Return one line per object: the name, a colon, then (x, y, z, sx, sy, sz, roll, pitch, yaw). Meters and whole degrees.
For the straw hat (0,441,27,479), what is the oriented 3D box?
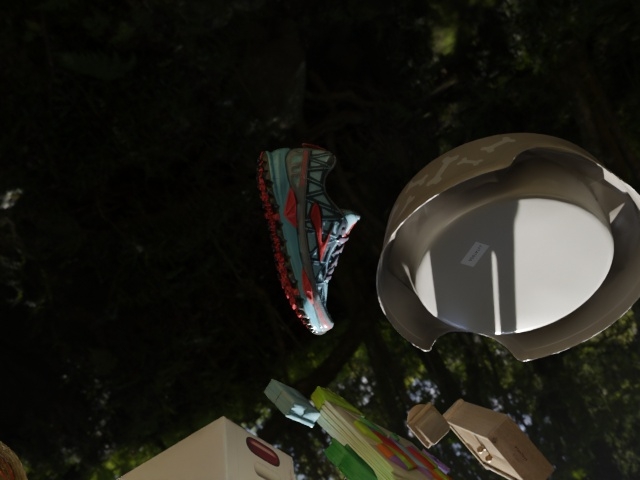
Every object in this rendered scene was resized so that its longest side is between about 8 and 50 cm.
straw hat: (-0.346, 0.234, 0.667, 0.144, 0.144, 0.061, -35, -173, 7)

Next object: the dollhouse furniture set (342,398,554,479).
dollhouse furniture set: (0.162, 0.418, 0.988, 0.355, 0.303, 0.174, -42, -178, -11)

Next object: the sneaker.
sneaker: (0.000, 0.000, 0.901, 0.125, 0.262, 0.104, -15, -164, -11)

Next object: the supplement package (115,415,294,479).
supplement package: (-0.140, 0.390, 0.810, 0.204, 0.145, 0.262, -34, -142, 18)

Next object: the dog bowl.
dog bowl: (0.243, 0.014, 0.879, 0.349, 0.349, 0.102, -29, -145, 21)

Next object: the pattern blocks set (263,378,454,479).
pattern blocks set: (0.090, 0.245, 0.741, 0.285, 0.325, 0.026, 33, -91, 38)
